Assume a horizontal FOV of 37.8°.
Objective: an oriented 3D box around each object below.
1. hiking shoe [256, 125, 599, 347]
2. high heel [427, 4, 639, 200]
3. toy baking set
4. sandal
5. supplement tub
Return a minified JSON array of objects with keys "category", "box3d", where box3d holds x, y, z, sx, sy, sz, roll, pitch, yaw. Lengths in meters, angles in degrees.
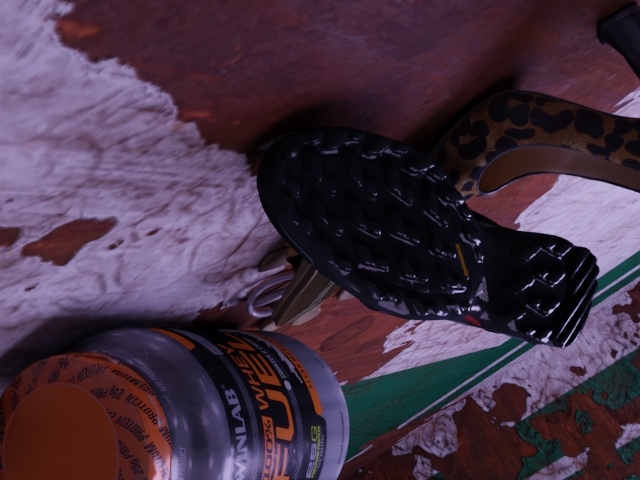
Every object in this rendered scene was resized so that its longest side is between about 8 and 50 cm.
[{"category":"hiking shoe","box3d":[0.065,0.009,0.698,0.304,0.113,0.132,26,169,-31]},{"category":"high heel","box3d":[0.197,-0.039,0.741,0.261,0.186,0.093,-36,162,17]},{"category":"toy baking set","box3d":[0.022,0.037,0.923,0.196,0.030,0.256,-28,162,-6]},{"category":"sandal","box3d":[0.000,0.000,0.778,0.072,0.049,0.180,-20,145,-40]},{"category":"supplement tub","box3d":[-0.118,0.172,0.804,0.193,0.194,0.316,-36,162,18]}]
